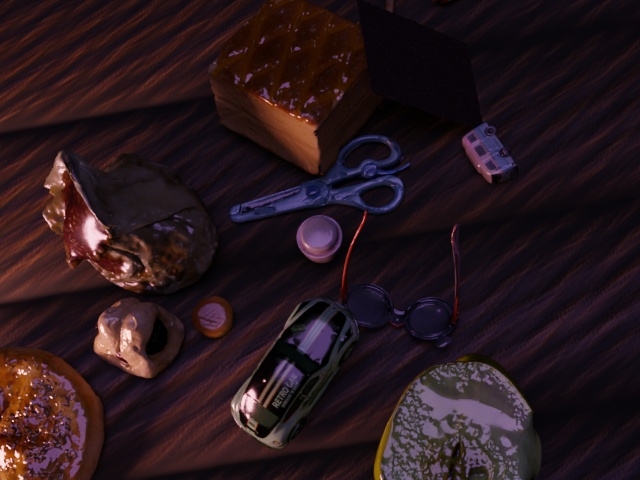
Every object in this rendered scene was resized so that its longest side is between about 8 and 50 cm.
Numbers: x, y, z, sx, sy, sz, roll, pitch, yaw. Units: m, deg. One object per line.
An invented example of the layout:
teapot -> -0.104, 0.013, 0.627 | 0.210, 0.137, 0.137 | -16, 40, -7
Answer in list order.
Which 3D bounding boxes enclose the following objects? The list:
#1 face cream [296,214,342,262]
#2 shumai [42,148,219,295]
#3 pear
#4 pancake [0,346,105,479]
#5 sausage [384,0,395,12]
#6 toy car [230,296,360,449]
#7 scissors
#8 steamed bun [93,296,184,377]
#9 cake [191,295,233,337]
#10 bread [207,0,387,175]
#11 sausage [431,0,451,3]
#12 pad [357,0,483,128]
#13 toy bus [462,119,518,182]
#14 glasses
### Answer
face cream -> 0.000, 0.000, 1.928 | 0.091, 0.095, 0.091 | -2, 70, 5
shumai -> -0.376, -0.052, 1.886 | 0.330, 0.288, 0.292 | 30, 75, 17
pear -> 0.248, 0.343, 1.737 | 0.286, 0.176, 0.282 | 7, 69, 4
pancake -> -0.608, 0.388, 1.860 | 0.387, 0.082, 0.387 | -1, 73, 4
sausage -> 0.156, -0.548, 2.152 | 0.024, 0.024, 0.132 | 2, 69, 7
toy car -> -0.053, 0.245, 1.811 | 0.136, 0.125, 0.306 | 34, 91, 16
scissors -> -0.003, -0.108, 2.002 | 0.393, 0.032, 0.180 | -15, 68, 1
steamed bun -> -0.366, 0.177, 1.872 | 0.172, 0.155, 0.141 | 18, 72, 12
cake -> -0.214, 0.153, 1.924 | 0.084, 0.044, 0.084 | -2, 72, 6
bread -> -0.041, -0.326, 1.977 | 0.279, 0.207, 0.279 | 32, 69, 19
sausage -> 0.309, -0.563, 2.129 | 0.145, 0.050, 0.048 | -29, 111, -5
pad -> 0.207, -0.352, 1.959 | 0.004, 0.330, 0.220 | -28, 60, 43
toy bus -> 0.346, -0.174, 1.974 | 0.075, 0.060, 0.123 | -30, 67, 0
glasses -> 0.148, 0.075, 1.801 | 0.234, 0.268, 0.118 | 12, 53, 12
